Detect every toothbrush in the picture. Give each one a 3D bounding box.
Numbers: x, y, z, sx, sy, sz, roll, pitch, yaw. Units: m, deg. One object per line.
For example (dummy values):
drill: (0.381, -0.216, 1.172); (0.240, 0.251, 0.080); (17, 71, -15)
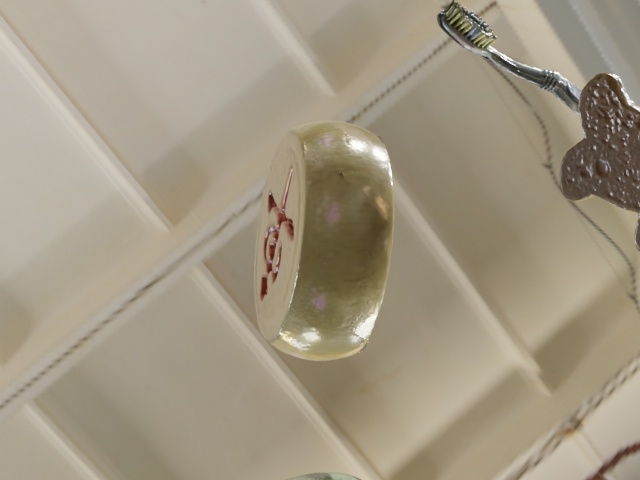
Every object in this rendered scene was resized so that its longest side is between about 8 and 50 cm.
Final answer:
toothbrush: (0.308, -0.157, 1.454); (0.413, 0.042, 0.035); (31, -126, -15)

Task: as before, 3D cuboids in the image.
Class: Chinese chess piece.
Chinese chess piece: (0.000, 0.000, 1.295); (0.097, 0.251, 0.251); (6, -79, -14)

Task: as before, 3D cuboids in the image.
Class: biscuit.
biscuit: (0.292, -0.051, 1.045); (0.031, 0.205, 0.138); (-9, -59, -38)

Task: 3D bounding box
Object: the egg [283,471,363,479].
egg: (-0.010, 0.306, 1.156); (0.177, 0.228, 0.177); (12, -61, 24)
